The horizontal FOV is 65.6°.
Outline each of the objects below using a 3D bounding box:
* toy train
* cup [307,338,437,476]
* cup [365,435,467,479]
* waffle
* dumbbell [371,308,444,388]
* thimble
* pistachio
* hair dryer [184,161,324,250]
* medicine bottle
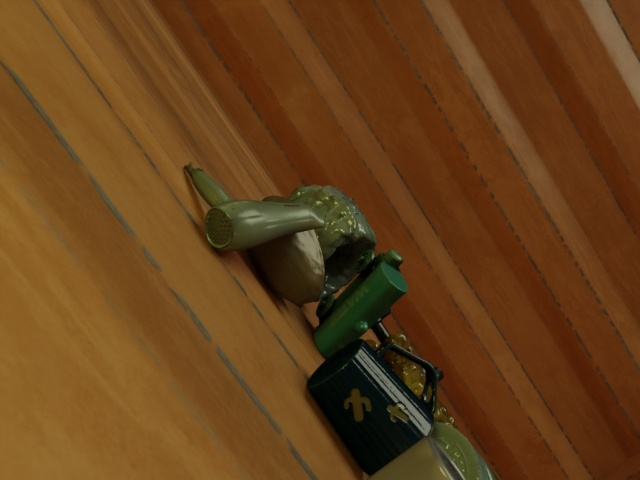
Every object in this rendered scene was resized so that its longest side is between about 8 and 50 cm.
[{"bbox_3d":[0.077,0.130,0.985,0.101,0.248,0.159,34,22,-17],"label":"toy train"},{"bbox_3d":[0.084,0.225,0.734,0.155,0.176,0.131,50,-16,-2],"label":"cup"},{"bbox_3d":[0.092,0.287,0.503,0.099,0.133,0.136,53,3,-5],"label":"cup"},{"bbox_3d":[0.189,0.355,1.117,0.261,0.151,0.324,61,6,-8],"label":"waffle"},{"bbox_3d":[0.206,0.312,1.479,0.406,0.179,0.179,57,4,15],"label":"dumbbell"},{"bbox_3d":[0.000,0.000,1.057,0.172,0.205,0.250,51,-38,25],"label":"thimble"},{"bbox_3d":[-0.061,0.020,0.901,0.206,0.131,0.129,59,12,2],"label":"pistachio"},{"bbox_3d":[-0.137,-0.073,0.816,0.237,0.075,0.206,36,29,30],"label":"hair dryer"},{"bbox_3d":[0.224,0.432,0.795,0.318,0.158,0.158,55,4,-36],"label":"medicine bottle"}]
